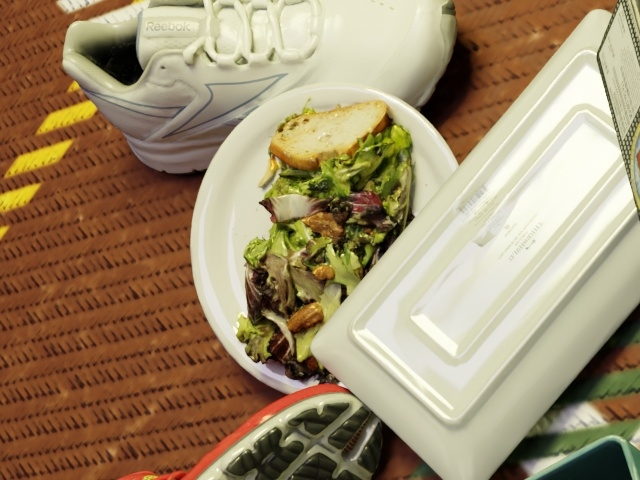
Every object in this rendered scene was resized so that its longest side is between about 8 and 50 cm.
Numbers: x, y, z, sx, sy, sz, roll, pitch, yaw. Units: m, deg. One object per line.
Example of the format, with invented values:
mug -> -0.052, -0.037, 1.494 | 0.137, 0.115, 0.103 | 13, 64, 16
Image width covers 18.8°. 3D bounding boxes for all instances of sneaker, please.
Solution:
sneaker -> -0.085, 0.172, 1.182 | 0.279, 0.107, 0.118 | -42, 37, 12
sneaker -> -0.047, -0.114, 1.268 | 0.297, 0.129, 0.111 | -11, 60, 35

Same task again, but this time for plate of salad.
plate of salad -> 0.000, 0.000, 1.194 | 0.200, 0.048, 0.200 | -1, 87, 27

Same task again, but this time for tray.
tray -> 0.119, 0.000, 1.105 | 0.270, 0.030, 0.145 | -50, 58, 3

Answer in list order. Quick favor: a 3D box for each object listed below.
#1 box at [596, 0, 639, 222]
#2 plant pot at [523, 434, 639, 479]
box -> 0.265, -0.004, 0.905 | 0.060, 0.216, 0.270 | 105, 159, -56
plant pot -> 0.145, 0.225, 0.862 | 0.166, 0.234, 0.165 | -32, 51, 24
